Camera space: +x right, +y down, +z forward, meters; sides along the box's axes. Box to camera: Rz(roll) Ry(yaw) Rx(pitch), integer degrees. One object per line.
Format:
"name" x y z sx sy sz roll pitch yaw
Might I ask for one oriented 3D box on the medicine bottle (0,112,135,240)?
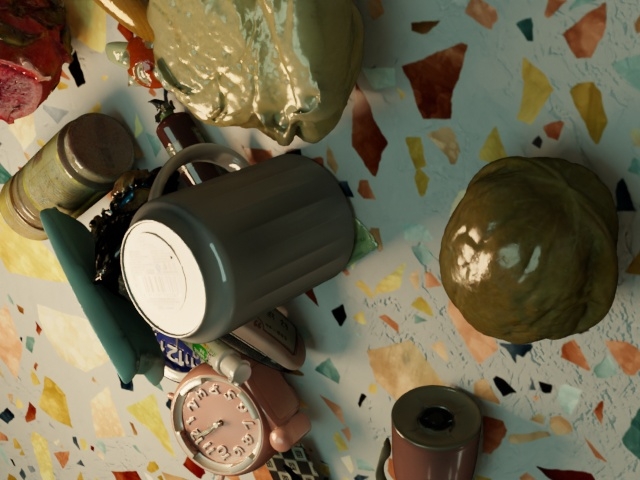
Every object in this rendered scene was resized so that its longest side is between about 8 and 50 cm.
"medicine bottle" -0.501 -0.124 2.111 0.322 0.151 0.151 -30 91 46

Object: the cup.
"cup" -0.161 -0.020 1.734 0.323 0.327 0.236 49 134 17

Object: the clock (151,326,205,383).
"clock" -0.280 0.168 2.126 0.230 0.083 0.230 20 126 31

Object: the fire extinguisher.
"fire extinguisher" -0.244 -0.163 1.926 0.231 0.071 0.099 58 157 2

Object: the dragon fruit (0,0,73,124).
"dragon fruit" -0.608 -0.373 2.006 0.269 0.250 0.291 -44 49 32

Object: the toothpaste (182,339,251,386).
"toothpaste" -0.223 0.175 1.956 0.314 0.056 0.058 30 87 48

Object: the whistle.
"whistle" -0.280 -0.311 1.854 0.253 0.106 0.101 18 107 34

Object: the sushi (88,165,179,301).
"sushi" -0.322 -0.016 1.960 0.238 0.225 0.218 -45 53 27

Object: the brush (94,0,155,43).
"brush" -0.293 -0.462 1.742 0.166 0.174 0.266 -32 94 37

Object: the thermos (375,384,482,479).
"thermos" 0.177 0.383 1.794 0.176 0.146 0.265 20 130 25

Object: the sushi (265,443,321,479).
"sushi" -0.031 0.479 2.105 0.139 0.031 0.201 -14 105 44

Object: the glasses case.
"glasses case" -0.151 0.128 1.879 0.314 0.122 0.075 36 117 -24

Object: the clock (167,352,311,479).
"clock" -0.169 0.329 2.025 0.241 0.142 0.227 -35 86 24

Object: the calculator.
"calculator" -0.411 0.095 2.010 0.054 0.256 0.386 -34 78 2

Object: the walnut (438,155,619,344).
"walnut" 0.280 0.019 1.444 0.283 0.227 0.282 35 139 37

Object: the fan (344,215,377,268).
"fan" 0.000 0.000 1.838 0.240 0.009 0.131 -9 104 44

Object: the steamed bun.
"steamed bun" -0.083 -0.318 1.580 0.372 0.230 0.324 28 128 25
